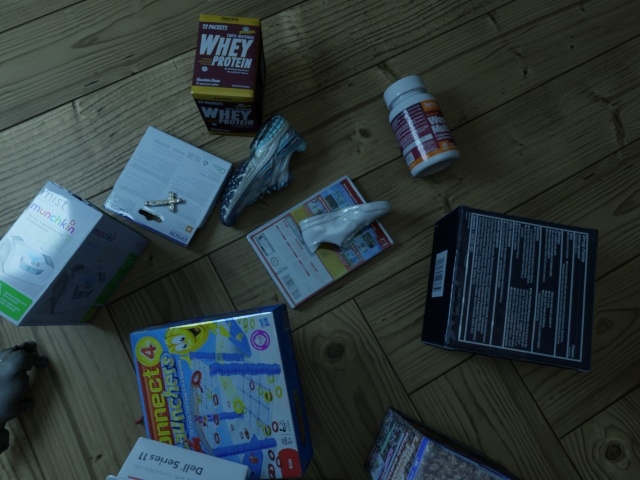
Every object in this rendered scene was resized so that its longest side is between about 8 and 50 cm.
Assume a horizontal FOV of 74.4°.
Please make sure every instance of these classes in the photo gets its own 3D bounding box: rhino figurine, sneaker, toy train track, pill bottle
[{"bbox_3d":[-0.635,0.328,0.846,0.073,0.106,0.243,10,78,-1],"label":"rhino figurine"},{"bbox_3d":[-0.129,-0.143,0.973,0.122,0.110,0.282,32,91,-24],"label":"sneaker"},{"bbox_3d":[-0.355,-0.087,0.947,0.084,0.014,0.048,-7,80,-3],"label":"toy train track"},{"bbox_3d":[0.064,-0.030,0.961,0.213,0.080,0.094,-16,92,0],"label":"sneaker"},{"bbox_3d":[0.238,-0.273,1.013,0.121,0.121,0.221,-19,81,-7],"label":"pill bottle"}]

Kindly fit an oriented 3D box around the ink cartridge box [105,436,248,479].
[{"bbox_3d":[-0.249,0.476,0.734,0.207,0.119,0.353,16,121,-1],"label":"ink cartridge box"}]

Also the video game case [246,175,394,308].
[{"bbox_3d":[0.000,0.000,0.993,0.285,0.025,0.204,-32,82,-9],"label":"video game case"}]

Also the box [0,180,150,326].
[{"bbox_3d":[-0.494,0.038,0.835,0.127,0.262,0.231,32,78,2],"label":"box"}]

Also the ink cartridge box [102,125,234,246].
[{"bbox_3d":[-0.350,-0.125,0.985,0.224,0.045,0.223,26,79,2],"label":"ink cartridge box"}]

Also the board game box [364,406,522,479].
[{"bbox_3d":[0.234,0.452,0.783,0.232,0.291,0.141,26,78,2],"label":"board game box"}]

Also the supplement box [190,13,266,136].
[{"bbox_3d":[-0.201,-0.368,0.967,0.129,0.194,0.191,3,79,-3],"label":"supplement box"}]

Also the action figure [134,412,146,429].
[{"bbox_3d":[-0.352,0.344,0.903,0.038,0.030,0.115,27,76,6],"label":"action figure"}]

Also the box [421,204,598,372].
[{"bbox_3d":[0.400,0.107,0.917,0.295,0.182,0.295,10,80,0],"label":"box"}]

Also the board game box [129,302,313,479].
[{"bbox_3d":[-0.193,0.300,0.825,0.302,0.086,0.307,-11,88,12],"label":"board game box"}]
